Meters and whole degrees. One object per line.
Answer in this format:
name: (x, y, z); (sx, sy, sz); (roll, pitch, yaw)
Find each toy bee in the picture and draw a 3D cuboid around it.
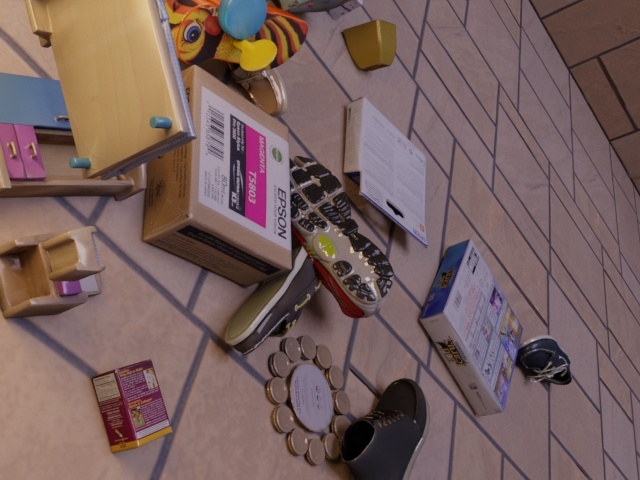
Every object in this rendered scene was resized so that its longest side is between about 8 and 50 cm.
toy bee: (-0.160, -0.291, 1.093); (0.298, 0.162, 0.195); (24, 14, -31)

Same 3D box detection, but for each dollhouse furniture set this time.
dollhouse furniture set: (-0.177, -0.106, 0.800); (0.198, 0.304, 0.286); (-7, 78, -57)

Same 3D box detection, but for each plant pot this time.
plant pot: (0.104, -0.384, 1.597); (0.082, 0.081, 0.083); (-9, 90, -58)

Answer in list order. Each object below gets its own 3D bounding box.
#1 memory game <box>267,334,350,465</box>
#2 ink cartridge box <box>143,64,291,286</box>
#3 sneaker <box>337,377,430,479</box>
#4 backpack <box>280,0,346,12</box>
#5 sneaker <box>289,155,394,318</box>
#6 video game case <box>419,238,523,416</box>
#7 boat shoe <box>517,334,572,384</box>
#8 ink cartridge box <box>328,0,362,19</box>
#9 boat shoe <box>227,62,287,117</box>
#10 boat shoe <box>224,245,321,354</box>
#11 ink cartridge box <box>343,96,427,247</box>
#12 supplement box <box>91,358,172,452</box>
memory game: (-0.014, 0.222, 1.131); (0.186, 0.012, 0.186); (33, 47, -44)
ink cartridge box: (-0.130, -0.082, 1.061); (0.193, 0.088, 0.234); (28, 50, -45)
sneaker: (0.098, 0.270, 1.192); (0.118, 0.083, 0.222); (61, 33, -32)
backpack: (0.002, -0.475, 1.388); (0.166, 0.189, 0.144); (-25, 94, -59)
sneaker: (0.000, 0.000, 1.209); (0.107, 0.118, 0.279); (-20, 67, -24)
video game case: (0.306, 0.168, 1.596); (0.244, 0.061, 0.269); (57, 34, -17)
boat shoe: (0.507, 0.277, 1.812); (0.254, 0.095, 0.079); (34, 34, -55)
ink cartridge box: (0.048, -0.468, 1.551); (0.048, 0.083, 0.028); (35, 45, -42)
boat shoe: (-0.111, -0.261, 1.222); (0.059, 0.063, 0.170); (-24, 84, -56)
boat shoe: (-0.054, 0.088, 1.081); (0.068, 0.081, 0.227); (56, 32, -14)
ink cartridge box: (0.124, -0.119, 1.503); (0.223, 0.045, 0.223); (36, 45, -40)
supplement box: (-0.199, 0.174, 0.850); (0.055, 0.043, 0.083); (-9, 81, -57)
